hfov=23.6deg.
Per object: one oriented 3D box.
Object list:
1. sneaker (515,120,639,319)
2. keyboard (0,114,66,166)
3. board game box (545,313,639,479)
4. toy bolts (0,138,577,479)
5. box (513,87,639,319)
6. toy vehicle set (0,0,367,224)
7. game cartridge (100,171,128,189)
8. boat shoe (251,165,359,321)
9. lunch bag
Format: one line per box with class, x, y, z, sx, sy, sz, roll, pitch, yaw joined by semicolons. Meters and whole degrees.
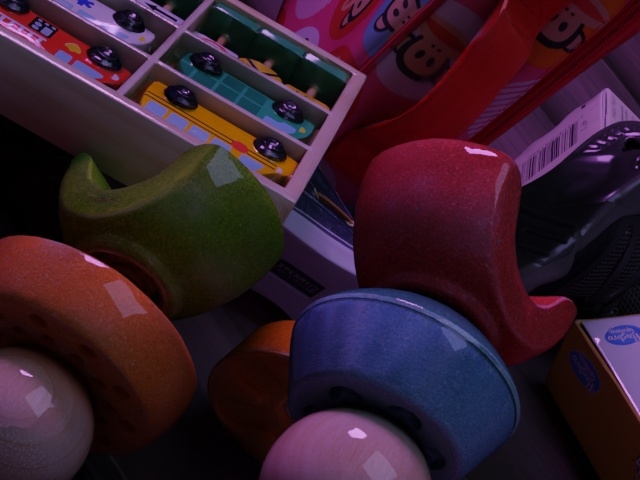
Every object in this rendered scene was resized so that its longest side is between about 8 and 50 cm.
sneaker;0.153;0.022;0.993;0.227;0.130;0.087;-31;39;-34
keyboard;-0.179;-0.081;0.717;0.108;0.023;0.180;54;27;8
board game box;0.313;0.171;0.935;0.242;0.064;0.316;-4;45;-24
toy bolts;-0.017;0.075;0.600;0.218;0.228;0.158;58;46;-30
box;0.261;0.027;1.142;0.275;0.113;0.094;42;29;-14
toy vehicle set;-0.115;-0.104;0.732;0.267;0.035;0.166;30;28;-3
game cartridge;-0.081;-0.020;0.794;0.083;0.017;0.056;-9;67;-59
boat shoe;0.000;0.000;0.814;0.183;0.065;0.083;40;34;-36
lunch bag;0.084;-0.146;0.894;0.120;0.293;0.258;37;34;-22
